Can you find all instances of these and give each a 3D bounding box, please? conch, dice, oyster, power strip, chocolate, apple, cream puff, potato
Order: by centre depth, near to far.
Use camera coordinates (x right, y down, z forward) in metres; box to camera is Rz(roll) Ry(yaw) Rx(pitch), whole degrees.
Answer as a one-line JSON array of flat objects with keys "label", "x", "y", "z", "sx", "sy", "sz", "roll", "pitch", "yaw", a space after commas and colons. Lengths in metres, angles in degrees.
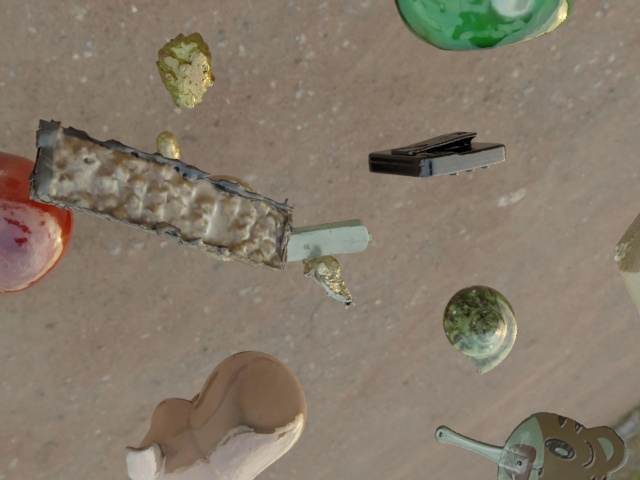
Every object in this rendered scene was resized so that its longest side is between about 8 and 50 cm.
[{"label": "cream puff", "x": -0.157, "y": -0.197, "z": 0.929, "sx": 0.083, "sy": 0.058, "sz": 0.083, "roll": -59, "pitch": 154, "yaw": -1}, {"label": "chocolate", "x": -0.177, "y": -0.041, "z": 0.937, "sx": 0.329, "sy": 0.102, "sz": 0.065, "roll": 19, "pitch": 153, "yaw": -32}, {"label": "apple", "x": -0.582, "y": -0.035, "z": 1.464, "sx": 0.260, "sy": 0.216, "sz": 0.260, "roll": 9, "pitch": 139, "yaw": 8}, {"label": "dice", "x": 0.301, "y": -0.532, "z": 1.476, "sx": 0.300, "sy": 0.287, "sz": 0.297, "roll": -1, "pitch": 122, "yaw": 25}, {"label": "potato", "x": -0.297, "y": -0.179, "z": 1.584, "sx": 0.040, "sy": 0.051, "sz": 0.083, "roll": 6, "pitch": 148, "yaw": 10}, {"label": "conch", "x": 0.323, "y": 0.179, "z": 1.611, "sx": 0.124, "sy": 0.187, "sz": 0.181, "roll": -15, "pitch": -174, "yaw": 29}, {"label": "power strip", "x": 0.000, "y": 0.000, "z": 1.815, "sx": 0.227, "sy": 0.029, "sz": 0.080, "roll": -8, "pitch": 131, "yaw": -5}, {"label": "oyster", "x": 0.024, "y": 0.087, "z": 1.887, "sx": 0.081, "sy": 0.163, "sz": 0.191, "roll": -48, "pitch": 171, "yaw": 1}]

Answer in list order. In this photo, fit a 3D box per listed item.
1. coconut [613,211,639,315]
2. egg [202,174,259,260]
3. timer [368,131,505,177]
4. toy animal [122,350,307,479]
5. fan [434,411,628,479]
[{"label": "coconut", "x": 0.426, "y": 0.026, "z": 0.813, "sx": 0.239, "sy": 0.244, "sz": 0.239, "roll": -24, "pitch": -179, "yaw": 0}, {"label": "egg", "x": -0.223, "y": -0.057, "z": 1.891, "sx": 0.195, "sy": 0.233, "sz": 0.195, "roll": -13, "pitch": 140, "yaw": -11}, {"label": "timer", "x": 0.185, "y": -0.137, "z": 1.292, "sx": 0.187, "sy": 0.144, "sz": 0.055, "roll": -14, "pitch": 105, "yaw": -35}, {"label": "toy animal", "x": -0.119, "y": 0.241, "z": 0.987, "sx": 0.250, "sy": 0.166, "sz": 0.154, "roll": -43, "pitch": -172, "yaw": -37}, {"label": "fan", "x": 0.241, "y": 0.268, "z": 0.981, "sx": 0.008, "sy": 0.227, "sz": 0.152, "roll": 17, "pitch": 89, "yaw": -60}]
